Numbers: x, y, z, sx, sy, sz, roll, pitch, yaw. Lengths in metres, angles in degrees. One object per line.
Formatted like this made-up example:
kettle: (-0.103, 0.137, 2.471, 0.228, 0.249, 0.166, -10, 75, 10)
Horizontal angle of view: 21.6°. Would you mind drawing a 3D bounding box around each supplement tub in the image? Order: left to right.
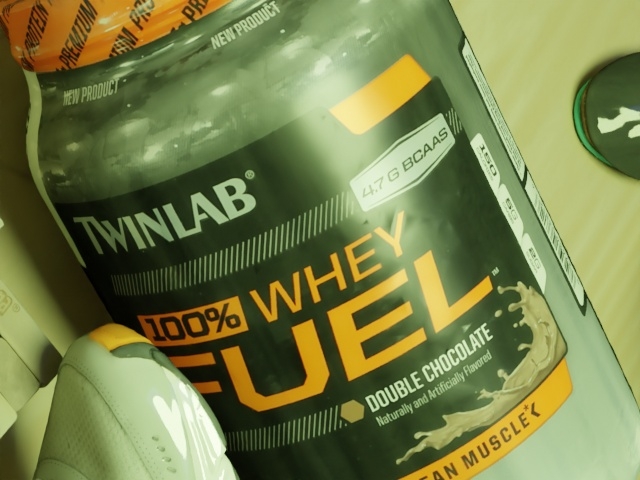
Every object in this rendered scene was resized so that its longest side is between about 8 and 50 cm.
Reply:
supplement tub: (0.000, 0.000, 0.789, 0.207, 0.207, 0.338, -44, 114, -39)

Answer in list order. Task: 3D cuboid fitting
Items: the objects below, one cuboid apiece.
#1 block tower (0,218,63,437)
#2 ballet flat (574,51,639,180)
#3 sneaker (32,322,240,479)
block tower: (-0.233, 0.116, 0.625, 0.097, 0.091, 0.335, 56, 51, -25)
ballet flat: (0.296, -0.082, 1.169, 0.280, 0.096, 0.095, 6, 81, -44)
sneaker: (-0.107, 0.164, 0.698, 0.121, 0.099, 0.262, -11, 115, -37)
